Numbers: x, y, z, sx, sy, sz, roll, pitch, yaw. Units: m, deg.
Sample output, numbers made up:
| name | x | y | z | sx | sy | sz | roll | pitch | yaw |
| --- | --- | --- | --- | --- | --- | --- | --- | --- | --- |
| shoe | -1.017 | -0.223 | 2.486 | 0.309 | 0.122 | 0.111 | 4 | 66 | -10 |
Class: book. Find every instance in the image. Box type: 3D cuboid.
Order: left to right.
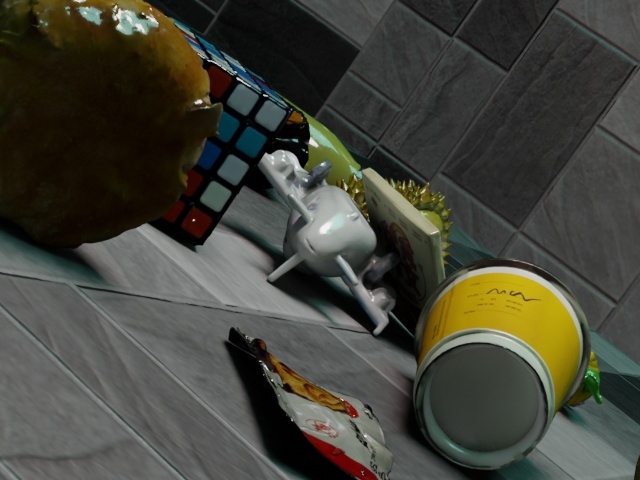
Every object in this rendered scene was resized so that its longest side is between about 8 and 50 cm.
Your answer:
| name | x | y | z | sx | sy | sz | roll | pitch | yaw |
| --- | --- | --- | --- | --- | --- | --- | --- | --- | --- |
| book | 0.111 | 0.038 | 1.794 | 0.162 | 0.022 | 0.232 | 45 | -24 | 45 |

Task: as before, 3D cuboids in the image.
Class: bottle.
| name | x | y | z | sx | sy | sz | roll | pitch | yaw |
| --- | --- | --- | --- | --- | --- | --- | --- | --- | --- |
| bottle | -0.028 | -0.153 | 2.463 | 0.260 | 0.112 | 0.112 | 36 | 8 | 2 |

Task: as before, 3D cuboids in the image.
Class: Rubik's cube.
| name | x | y | z | sx | sy | sz | roll | pitch | yaw |
| --- | --- | --- | --- | --- | --- | --- | --- | --- | --- |
| Rubik's cube | -0.165 | -0.130 | 1.562 | 0.182 | 0.187 | 0.184 | 31 | 7 | -19 |

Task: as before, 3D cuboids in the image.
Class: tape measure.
| name | x | y | z | sx | sy | sz | roll | pitch | yaw |
| --- | --- | --- | --- | --- | --- | --- | --- | --- | --- |
| tape measure | -0.119 | -0.173 | 2.173 | 0.223 | 0.135 | 0.202 | 31 | 19 | -12 |

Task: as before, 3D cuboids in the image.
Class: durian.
| name | x | y | z | sx | sy | sz | roll | pitch | yaw |
| --- | --- | --- | --- | --- | --- | --- | --- | --- | --- |
| durian | 0.093 | -0.017 | 2.176 | 0.172 | 0.166 | 0.306 | 6 | -10 | 23 |

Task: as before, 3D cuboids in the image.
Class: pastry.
| name | x | y | z | sx | sy | sz | roll | pitch | yaw |
| --- | --- | --- | --- | --- | --- | --- | --- | --- | --- |
| pastry | -0.199 | -0.107 | 1.174 | 0.100 | 0.218 | 0.229 | 46 | -13 | 52 |

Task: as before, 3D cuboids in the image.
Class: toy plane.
| name | x | y | z | sx | sy | sz | roll | pitch | yaw |
| --- | --- | --- | --- | --- | --- | --- | --- | --- | --- |
| toy plane | 0.005 | -0.003 | 1.730 | 0.267 | 0.122 | 0.267 | 52 | 9 | -12 |

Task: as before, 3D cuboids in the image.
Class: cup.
| name | x | y | z | sx | sy | sz | roll | pitch | yaw |
| --- | --- | --- | --- | --- | --- | --- | --- | --- | --- |
| cup | 0.183 | 0.133 | 1.505 | 0.196 | 0.196 | 0.280 | 35 | 16 | 3 |

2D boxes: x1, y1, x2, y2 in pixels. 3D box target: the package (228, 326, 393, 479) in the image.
| name | x | y | z | sx | sy | sz | roll | pitch | yaw |
| --- | --- | --- | --- | --- | --- | --- | --- | --- | --- |
| package | 0.004 | 0.147 | 1.197 | 0.154 | 0.030 | 0.239 | 34 | 7 | -19 |

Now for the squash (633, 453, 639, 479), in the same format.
| name | x | y | z | sx | sy | sz | roll | pitch | yaw |
| --- | --- | --- | --- | --- | --- | --- | --- | --- | --- |
| squash | 0.446 | 0.251 | 1.482 | 0.310 | 0.310 | 0.309 | 31 | 5 | -26 |

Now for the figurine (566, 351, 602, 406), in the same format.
| name | x | y | z | sx | sy | sz | roll | pitch | yaw |
| --- | --- | --- | --- | --- | --- | --- | --- | --- | --- |
| figurine | 0.372 | 0.210 | 2.107 | 0.115 | 0.095 | 0.156 | 54 | -16 | -18 |
